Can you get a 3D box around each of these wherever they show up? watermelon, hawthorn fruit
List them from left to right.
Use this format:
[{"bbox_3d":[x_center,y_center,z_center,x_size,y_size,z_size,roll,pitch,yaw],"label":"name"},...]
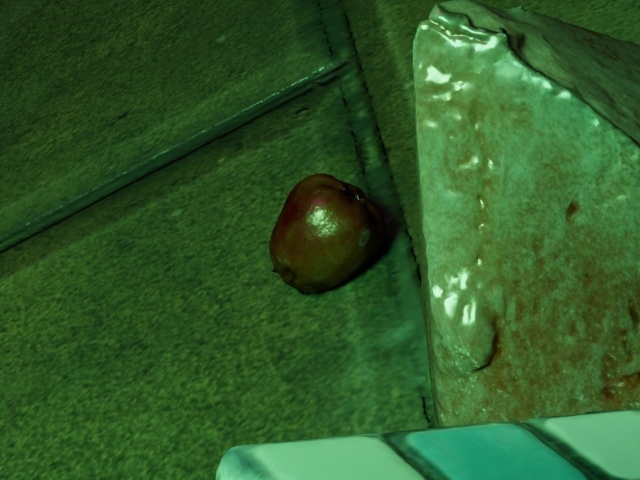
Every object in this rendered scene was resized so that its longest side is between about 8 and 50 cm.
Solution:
[{"bbox_3d":[0.000,0.000,1.282,0.093,0.081,0.081,-56,24,19],"label":"hawthorn fruit"},{"bbox_3d":[0.162,-0.010,0.985,0.283,0.293,0.250,-26,0,13],"label":"watermelon"}]

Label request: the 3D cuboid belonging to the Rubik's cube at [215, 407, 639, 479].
[{"bbox_3d":[0.111,0.221,0.565,0.253,0.259,0.256,-4,21,-26],"label":"Rubik's cube"}]
